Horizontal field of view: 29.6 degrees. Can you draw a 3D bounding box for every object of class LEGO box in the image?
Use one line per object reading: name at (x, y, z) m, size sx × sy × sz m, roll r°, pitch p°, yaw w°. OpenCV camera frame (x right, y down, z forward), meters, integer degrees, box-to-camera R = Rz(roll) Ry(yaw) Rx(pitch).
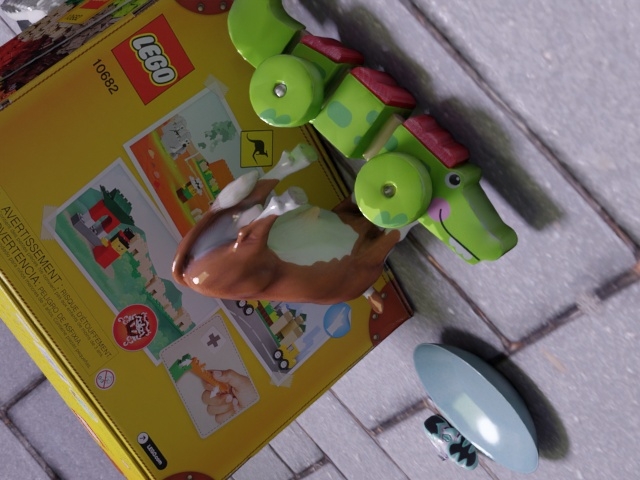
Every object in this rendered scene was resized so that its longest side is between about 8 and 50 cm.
LEGO box at (-0.176, -0.009, 1.335) m, size 0.193 × 0.372 × 0.500 m, roll 19°, pitch 143°, yaw 57°

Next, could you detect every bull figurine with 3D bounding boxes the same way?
bull figurine at (0.000, 0.000, 1.209) m, size 0.188 × 0.310 × 0.101 m, roll -51°, pitch 58°, yaw 33°

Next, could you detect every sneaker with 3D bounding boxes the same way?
sneaker at (-0.298, -0.261, 1.573) m, size 0.293 × 0.102 × 0.146 m, roll 30°, pitch 160°, yaw 52°
sneaker at (0.177, 0.278, 1.599) m, size 0.098 × 0.038 × 0.069 m, roll 46°, pitch 164°, yaw 41°

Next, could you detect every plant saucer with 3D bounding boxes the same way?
plant saucer at (0.188, 0.183, 1.393) m, size 0.195 × 0.037 × 0.195 m, roll 43°, pitch 160°, yaw 20°

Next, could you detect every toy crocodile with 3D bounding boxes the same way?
toy crocodile at (0.046, -0.106, 1.090) m, size 0.340 × 0.105 × 0.115 m, roll 44°, pitch -159°, yaw 15°
